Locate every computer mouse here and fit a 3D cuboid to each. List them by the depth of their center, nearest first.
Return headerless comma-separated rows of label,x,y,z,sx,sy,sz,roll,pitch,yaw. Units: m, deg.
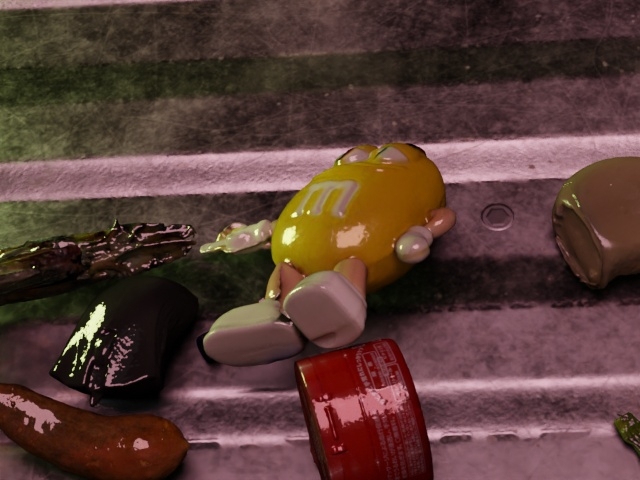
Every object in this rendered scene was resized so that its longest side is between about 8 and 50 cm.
computer mouse,-0.249,0.108,1.678,0.147,0.088,0.264,1,37,11

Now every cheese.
cheese,0.414,-0.034,1.748,0.202,0.091,0.175,-17,55,-5

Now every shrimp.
shrimp,-0.374,0.036,1.709,0.445,0.272,0.085,-12,91,-13

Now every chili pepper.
chili pepper,0.386,0.244,1.589,0.030,0.034,0.091,-41,54,18

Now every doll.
doll,0.009,0.014,1.691,0.348,0.161,0.423,-18,26,3

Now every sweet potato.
sweet potato,-0.301,0.242,1.620,0.292,0.097,0.097,11,56,10

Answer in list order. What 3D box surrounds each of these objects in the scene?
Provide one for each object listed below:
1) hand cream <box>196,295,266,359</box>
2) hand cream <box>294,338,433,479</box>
hand cream,-0.088,0.106,1.740,0.163,0.039,0.062,-28,54,-21
hand cream,0.049,0.216,1.544,0.125,0.193,0.193,-13,54,-5
